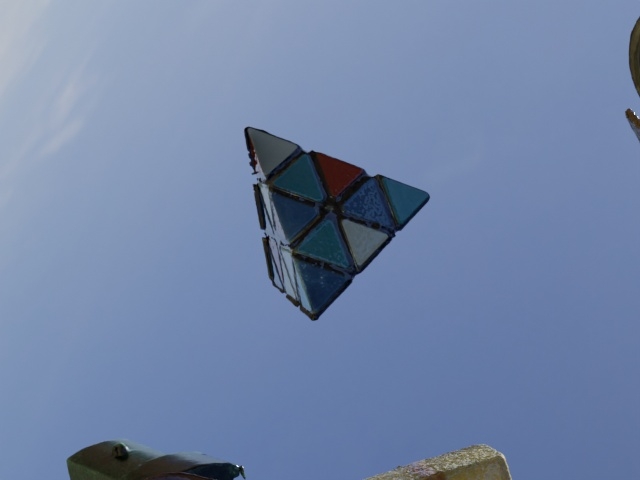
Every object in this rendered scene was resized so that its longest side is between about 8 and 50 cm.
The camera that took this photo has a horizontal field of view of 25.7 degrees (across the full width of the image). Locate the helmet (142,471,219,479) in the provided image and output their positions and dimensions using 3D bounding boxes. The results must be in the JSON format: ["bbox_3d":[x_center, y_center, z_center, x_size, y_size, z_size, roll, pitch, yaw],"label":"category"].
[{"bbox_3d":[-0.118,0.305,1.298,0.155,0.175,0.106,-110,-158,-45],"label":"helmet"}]

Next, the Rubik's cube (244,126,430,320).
[{"bbox_3d":[0.000,0.000,1.956,0.284,0.250,0.234,65,-32,18],"label":"Rubik's cube"}]

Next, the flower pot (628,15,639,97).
[{"bbox_3d":[0.512,-0.242,1.707,0.202,0.212,0.212,-38,-179,-41],"label":"flower pot"}]

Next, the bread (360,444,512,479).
[{"bbox_3d":[0.171,0.418,2.064,0.240,0.178,0.135,-17,180,-5],"label":"bread"}]

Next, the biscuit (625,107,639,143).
[{"bbox_3d":[0.448,-0.071,1.783,0.016,0.203,0.144,-30,-160,9],"label":"biscuit"}]

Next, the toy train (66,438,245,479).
[{"bbox_3d":[-0.182,0.316,1.564,0.330,0.138,0.178,4,-73,57],"label":"toy train"}]
